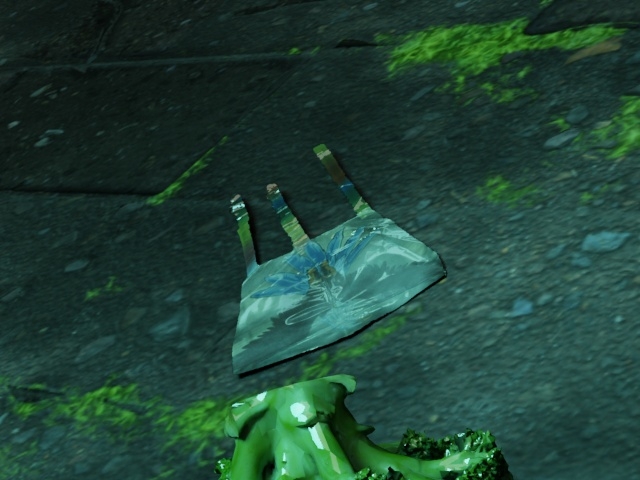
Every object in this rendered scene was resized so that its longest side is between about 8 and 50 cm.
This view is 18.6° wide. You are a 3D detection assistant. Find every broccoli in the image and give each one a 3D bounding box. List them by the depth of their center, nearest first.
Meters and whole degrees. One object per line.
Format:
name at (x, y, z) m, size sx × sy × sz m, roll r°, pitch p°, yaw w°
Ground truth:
broccoli at (0.014, 0.152, 1.063) m, size 0.195 × 0.156 × 0.195 m, roll -20°, pitch -8°, yaw -3°

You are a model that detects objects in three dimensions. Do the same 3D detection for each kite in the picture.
kite at (0.001, 0.002, 1.517) m, size 0.169 × 0.015 × 0.310 m, roll -25°, pitch 27°, yaw 6°
